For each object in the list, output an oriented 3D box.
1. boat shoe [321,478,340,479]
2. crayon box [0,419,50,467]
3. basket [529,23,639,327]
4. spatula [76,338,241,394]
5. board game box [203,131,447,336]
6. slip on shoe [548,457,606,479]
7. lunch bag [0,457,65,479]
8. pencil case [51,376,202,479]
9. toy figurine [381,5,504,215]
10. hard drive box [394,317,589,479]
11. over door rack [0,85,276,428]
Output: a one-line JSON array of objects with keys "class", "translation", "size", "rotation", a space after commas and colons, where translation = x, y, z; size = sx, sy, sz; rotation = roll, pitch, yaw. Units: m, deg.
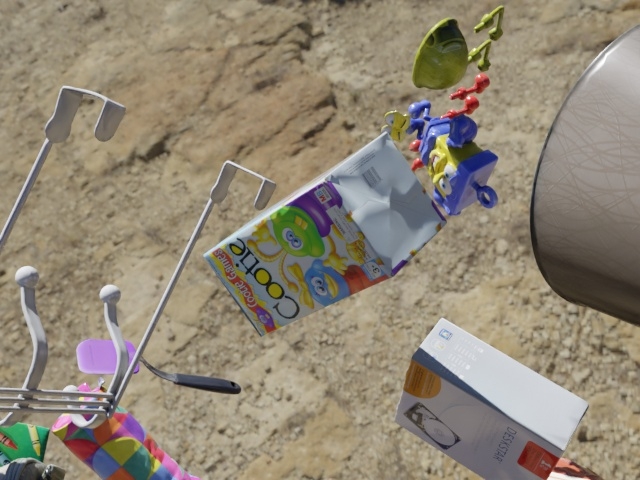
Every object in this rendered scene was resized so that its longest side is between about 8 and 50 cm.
[{"class": "boat shoe", "translation": [-0.009, 0.295, 0.731], "size": [0.178, 0.064, 0.060], "rotation": [-70, 12, -13]}, {"class": "crayon box", "translation": [-0.519, 0.318, 1.243], "size": [0.278, 0.165, 0.081], "rotation": [-32, 47, 55]}, {"class": "basket", "translation": [0.245, -0.012, 0.459], "size": [0.154, 0.204, 0.227], "rotation": [13, 15, -22]}, {"class": "spatula", "translation": [-0.255, 0.214, 1.377], "size": [0.030, 0.296, 0.084], "rotation": [-54, 36, 18]}, {"class": "board game box", "translation": [0.000, 0.000, 1.096], "size": [0.275, 0.142, 0.144], "rotation": [-29, 8, 47]}, {"class": "slip on shoe", "translation": [0.444, 0.426, 1.399], "size": [0.101, 0.123, 0.331], "rotation": [-26, 24, -37]}, {"class": "lunch bag", "translation": [-0.375, 0.360, 0.782], "size": [0.305, 0.212, 0.256], "rotation": [-18, 56, 2]}, {"class": "pencil case", "translation": [-0.280, 0.313, 1.226], "size": [0.104, 0.236, 0.104], "rotation": [-39, 10, 8]}, {"class": "toy figurine", "translation": [0.238, -0.157, 1.337], "size": [0.191, 0.362, 0.217], "rotation": [-20, 61, -23]}, {"class": "hard drive box", "translation": [0.234, 0.244, 1.193], "size": [0.232, 0.181, 0.089], "rotation": [29, 52, 20]}, {"class": "over door rack", "translation": [-0.218, 0.024, 0.753], "size": [0.108, 0.239, 0.324], "rotation": [42, 101, 29]}]
